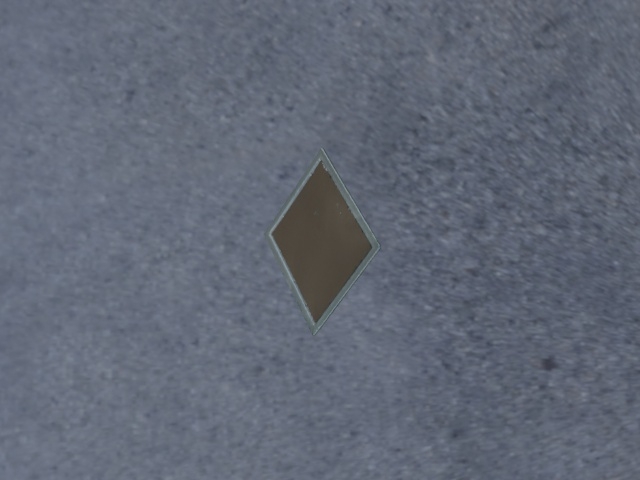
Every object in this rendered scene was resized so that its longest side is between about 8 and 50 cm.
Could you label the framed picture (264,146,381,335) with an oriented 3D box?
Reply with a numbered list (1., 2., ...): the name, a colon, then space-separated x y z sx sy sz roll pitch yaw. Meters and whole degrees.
1. framed picture: 0.000 0.000 1.269 0.142 0.011 0.183 -55 41 26
